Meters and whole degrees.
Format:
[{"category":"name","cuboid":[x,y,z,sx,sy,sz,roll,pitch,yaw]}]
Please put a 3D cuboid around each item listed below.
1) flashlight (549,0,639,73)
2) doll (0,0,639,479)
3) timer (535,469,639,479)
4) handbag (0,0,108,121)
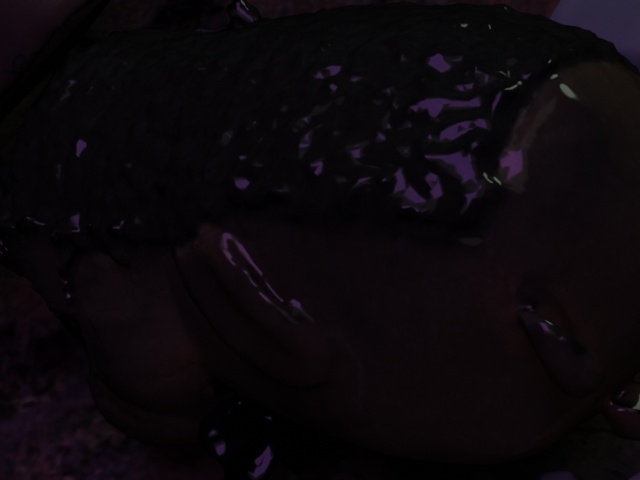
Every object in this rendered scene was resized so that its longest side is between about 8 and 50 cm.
[{"category":"flashlight","cuboid":[0.212,-0.096,0.811,0.200,0.047,0.093,16,65,35]},{"category":"doll","cuboid":[0.000,0.000,0.718,0.349,0.247,0.247,14,63,30]},{"category":"timer","cuboid":[0.112,0.196,0.617,0.262,0.087,0.237,-8,44,4]},{"category":"handbag","cuboid":[-0.245,-0.130,0.805,0.251,0.193,0.190,-42,14,13]}]
